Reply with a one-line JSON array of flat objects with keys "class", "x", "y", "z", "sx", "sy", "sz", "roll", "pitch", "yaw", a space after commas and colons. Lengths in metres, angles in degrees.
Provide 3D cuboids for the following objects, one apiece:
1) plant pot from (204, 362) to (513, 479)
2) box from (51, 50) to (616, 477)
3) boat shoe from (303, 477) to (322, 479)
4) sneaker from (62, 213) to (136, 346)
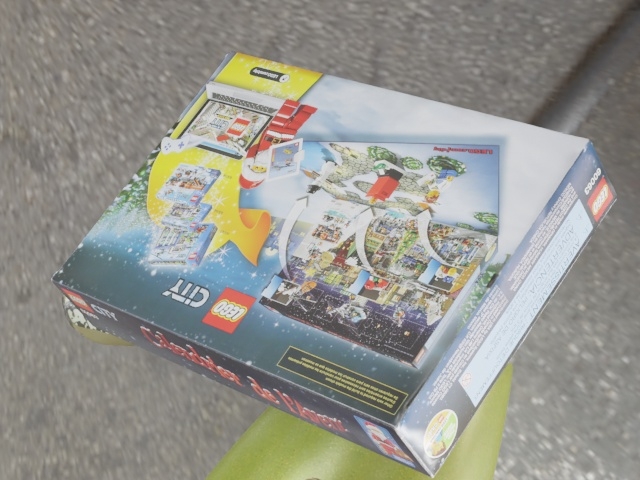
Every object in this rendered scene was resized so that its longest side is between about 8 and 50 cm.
[{"class": "plant pot", "x": 0.049, "y": 0.209, "z": 1.491, "sx": 0.275, "sy": 0.275, "sz": 0.293, "roll": 32, "pitch": 82, "yaw": -17}, {"class": "box", "x": 0.000, "y": 0.000, "z": 0.764, "sx": 0.159, "sy": 0.233, "sz": 0.044, "roll": -54, "pitch": 137, "yaw": -18}, {"class": "boat shoe", "x": -0.028, "y": 0.255, "z": 1.143, "sx": 0.060, "sy": 0.064, "sz": 0.178, "roll": 0, "pitch": 111, "yaw": -41}, {"class": "sneaker", "x": -0.111, "y": -0.006, "z": 1.354, "sx": 0.182, "sy": 0.410, "sz": 0.158, "roll": -15, "pitch": 81, "yaw": -51}]
